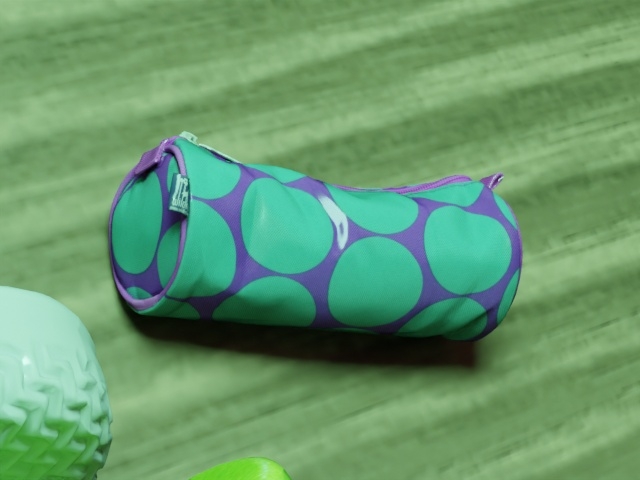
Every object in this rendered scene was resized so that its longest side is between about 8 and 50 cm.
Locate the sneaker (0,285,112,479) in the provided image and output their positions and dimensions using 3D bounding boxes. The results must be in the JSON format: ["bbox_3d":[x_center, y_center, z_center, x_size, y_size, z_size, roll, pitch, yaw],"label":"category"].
[{"bbox_3d":[-0.240,-0.001,0.427,0.366,0.137,0.210,-6,59,-5],"label":"sneaker"}]

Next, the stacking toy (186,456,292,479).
[{"bbox_3d":[-0.097,0.190,0.361,0.130,0.279,0.309,52,48,-6],"label":"stacking toy"}]

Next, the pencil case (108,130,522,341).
[{"bbox_3d":[0.000,0.000,0.662,0.151,0.064,0.070,7,83,-26],"label":"pencil case"}]
